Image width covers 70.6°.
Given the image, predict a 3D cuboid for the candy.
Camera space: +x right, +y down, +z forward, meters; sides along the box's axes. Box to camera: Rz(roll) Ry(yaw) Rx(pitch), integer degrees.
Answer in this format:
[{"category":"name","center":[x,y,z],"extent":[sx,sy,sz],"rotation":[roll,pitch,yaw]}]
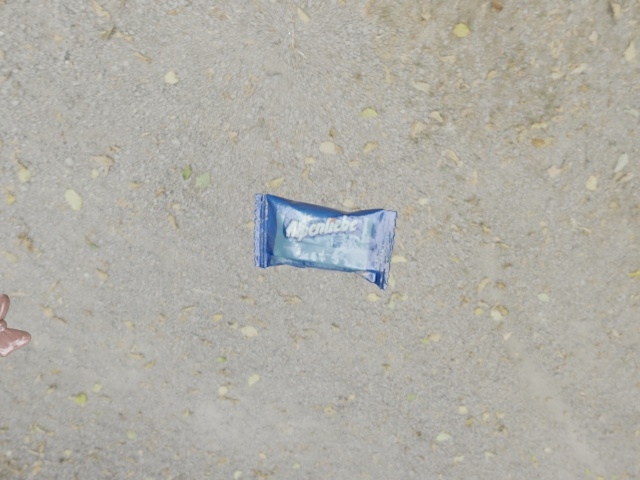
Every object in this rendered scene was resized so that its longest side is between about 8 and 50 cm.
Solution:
[{"category":"candy","center":[0.000,0.000,1.024],"extent":[0.331,0.077,0.187],"rotation":[7,99,11]}]

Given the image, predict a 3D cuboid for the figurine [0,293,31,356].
[{"category":"figurine","center":[-0.906,0.290,1.027],"extent":[0.421,0.193,0.154],"rotation":[-33,82,-10]}]
